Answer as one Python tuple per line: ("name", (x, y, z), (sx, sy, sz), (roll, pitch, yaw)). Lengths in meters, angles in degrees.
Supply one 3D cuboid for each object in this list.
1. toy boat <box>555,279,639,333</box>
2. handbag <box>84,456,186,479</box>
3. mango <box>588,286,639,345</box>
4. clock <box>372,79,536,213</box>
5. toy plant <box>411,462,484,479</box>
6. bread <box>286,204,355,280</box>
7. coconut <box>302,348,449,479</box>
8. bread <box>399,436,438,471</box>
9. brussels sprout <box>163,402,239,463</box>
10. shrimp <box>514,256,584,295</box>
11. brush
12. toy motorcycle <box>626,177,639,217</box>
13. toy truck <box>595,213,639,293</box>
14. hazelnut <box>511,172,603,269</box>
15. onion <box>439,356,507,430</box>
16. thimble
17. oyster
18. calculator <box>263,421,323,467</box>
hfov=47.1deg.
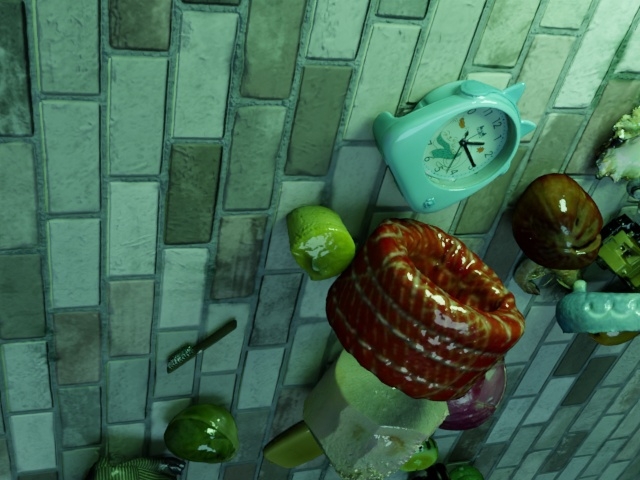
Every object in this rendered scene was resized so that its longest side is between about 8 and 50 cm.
("toy boat", (0.693, 0.144, 1.632), (0.330, 0.123, 0.215), (-5, 173, 29))
("handbag", (-0.453, 0.654, 1.737), (0.240, 0.247, 0.340), (8, 140, -23))
("mango", (0.777, 0.175, 1.834), (0.253, 0.113, 0.138), (-33, 146, -4))
("clock", (0.246, -0.182, 1.313), (0.274, 0.094, 0.223), (-27, 136, 4))
("toy plant", (0.390, 0.748, 2.195), (0.235, 0.175, 0.218), (-12, 173, -4))
("bread", (0.000, 0.000, 1.376), (0.111, 0.114, 0.129), (-25, 135, 3))
("coconut", (0.133, 0.375, 1.666), (0.298, 0.297, 0.309), (10, 131, -27))
("bread", (0.265, 0.599, 2.074), (0.139, 0.071, 0.130), (-13, 138, -10))
("brussels sprout", (-0.266, 0.449, 1.694), (0.183, 0.131, 0.145), (14, 131, -24))
("shrimp", (0.543, 0.091, 1.717), (0.144, 0.052, 0.251), (-28, 131, 23))
("brush", (-0.257, 0.219, 1.552), (0.190, 0.034, 0.027), (-33, 118, 14))
("toy motorcycle", (0.755, -0.059, 1.540), (0.171, 0.110, 0.260), (-3, 146, 44))
("toy truck", (0.721, 0.050, 1.685), (0.257, 0.127, 0.127), (26, 117, -41))
("hazelnut", (0.473, -0.033, 1.476), (0.178, 0.178, 0.204), (-13, 117, -8))
("onion", (0.388, 0.374, 1.795), (0.250, 0.111, 0.247), (-35, 155, -26))
("thimble", (0.197, 0.128, 1.423), (0.350, 0.350, 0.230), (18, 122, -33))
("oyster", (0.654, -0.212, 1.438), (0.198, 0.092, 0.259), (-6, 151, -17))
("calculator", (-0.039, 0.534, 1.929), (0.236, 0.033, 0.157), (-35, 135, 16))
